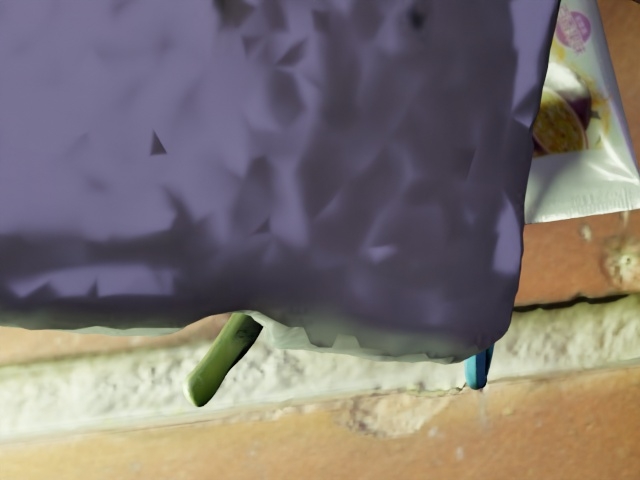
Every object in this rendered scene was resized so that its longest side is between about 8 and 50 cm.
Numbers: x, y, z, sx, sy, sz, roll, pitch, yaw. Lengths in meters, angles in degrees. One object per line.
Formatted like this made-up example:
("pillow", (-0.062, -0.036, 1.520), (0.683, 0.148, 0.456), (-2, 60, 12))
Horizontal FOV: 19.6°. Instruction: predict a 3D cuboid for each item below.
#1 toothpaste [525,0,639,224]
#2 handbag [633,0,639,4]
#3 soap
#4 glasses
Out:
("toothpaste", (0.100, -0.165, 0.922), (0.056, 0.058, 0.314), (-11, 93, -10))
("handbag", (0.234, -0.119, 0.949), (0.203, 0.216, 0.074), (15, 107, -27))
("soap", (-0.096, -0.105, 0.698), (0.350, 0.435, 0.213), (7, 100, -20))
("glasses", (0.020, 0.031, 0.932), (0.207, 0.239, 0.102), (-32, 99, 13))
